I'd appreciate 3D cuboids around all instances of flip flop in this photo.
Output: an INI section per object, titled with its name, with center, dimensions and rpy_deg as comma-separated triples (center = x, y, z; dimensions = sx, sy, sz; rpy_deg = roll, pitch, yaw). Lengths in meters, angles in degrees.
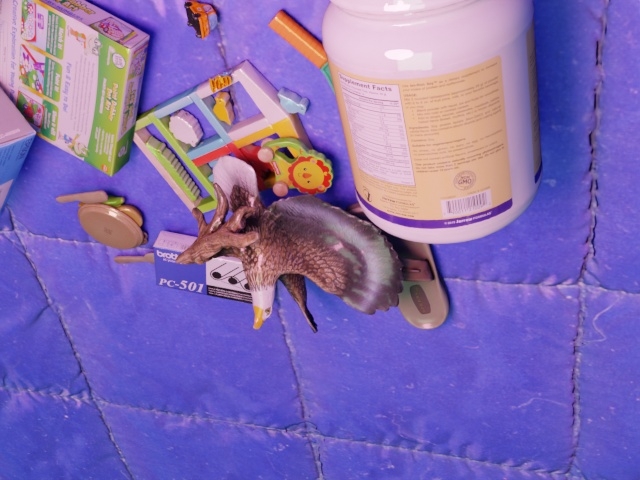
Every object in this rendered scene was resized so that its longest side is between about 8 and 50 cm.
[flip flop]
center = 0.124, 0.049, 1.326
dimensions = 0.112, 0.080, 0.277
rpy_deg = -9, 126, 28

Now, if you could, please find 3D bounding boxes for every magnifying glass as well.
[magnifying glass]
center = 0.026, -0.229, 1.155
dimensions = 0.231, 0.026, 0.092
rpy_deg = 39, 132, -13

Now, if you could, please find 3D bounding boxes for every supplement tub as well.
[supplement tub]
center = 0.134, -0.189, 0.998
dimensions = 0.241, 0.241, 0.331
rpy_deg = 2, 130, 20

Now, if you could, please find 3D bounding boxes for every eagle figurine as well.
[eagle figurine]
center = -0.056, 0.028, 1.260
dimensions = 0.298, 0.226, 0.225
rpy_deg = 13, 113, -40

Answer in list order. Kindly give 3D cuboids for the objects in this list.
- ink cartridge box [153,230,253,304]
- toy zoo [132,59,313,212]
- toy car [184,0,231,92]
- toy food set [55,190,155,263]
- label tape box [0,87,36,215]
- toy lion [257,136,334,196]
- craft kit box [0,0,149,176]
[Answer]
[ink cartridge box]
center = -0.181, 0.050, 1.458
dimensions = 0.207, 0.046, 0.097
rpy_deg = 11, 133, 6
[toy zoo]
center = -0.136, -0.153, 1.282
dimensions = 0.293, 0.030, 0.192
rpy_deg = -17, 122, 33
[toy car]
center = -0.153, -0.273, 1.173
dimensions = 0.040, 0.060, 0.122
rpy_deg = -23, 123, -16
[toy food set]
center = -0.361, -0.031, 1.482
dimensions = 0.132, 0.038, 0.192
rpy_deg = -2, 140, 30
[label tape box]
center = -0.617, -0.214, 1.331
dimensions = 0.348, 0.115, 0.249
rpy_deg = 53, 137, 8
[toy lion]
center = -0.031, -0.108, 1.241
dimensions = 0.096, 0.034, 0.100
rpy_deg = -10, 126, 19
[craft kit box]
center = -0.386, -0.250, 1.257
dimensions = 0.246, 0.061, 0.250
rpy_deg = 31, 135, 8
